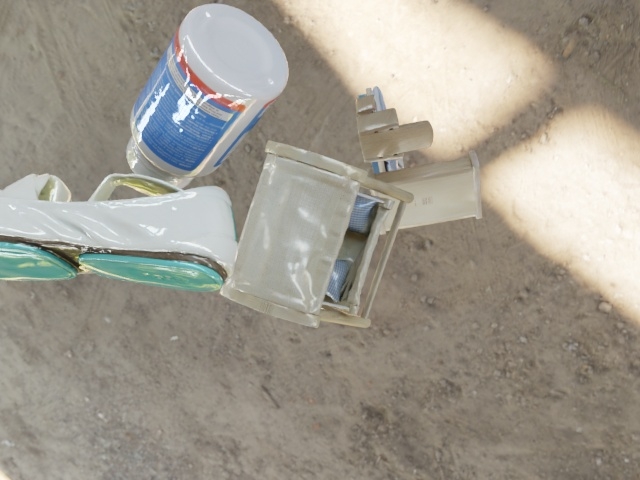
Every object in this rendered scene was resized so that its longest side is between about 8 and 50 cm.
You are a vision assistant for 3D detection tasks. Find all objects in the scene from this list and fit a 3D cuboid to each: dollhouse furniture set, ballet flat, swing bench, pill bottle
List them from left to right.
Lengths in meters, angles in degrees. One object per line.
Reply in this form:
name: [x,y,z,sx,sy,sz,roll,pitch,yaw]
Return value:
ballet flat: [-0.286,-0.017,0.763,0.400,0.139,0.139,3,122,9]
pill bottle: [-0.142,-0.149,0.734,0.124,0.124,0.221,47,135,-5]
swing bench: [0.000,0.000,1.060,0.165,0.255,0.253,20,93,30]
dollhouse furniture set: [0.183,-0.211,1.265,0.198,0.303,0.286,-10,136,7]
